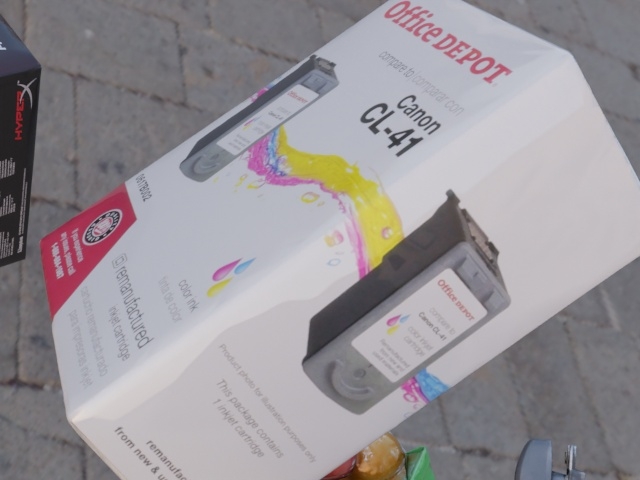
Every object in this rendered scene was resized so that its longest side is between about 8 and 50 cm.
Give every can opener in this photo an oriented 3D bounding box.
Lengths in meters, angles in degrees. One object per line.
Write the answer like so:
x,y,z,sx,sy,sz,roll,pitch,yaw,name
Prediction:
0.271,0.381,1.326,0.095,0.076,0.284,5,75,14,can opener

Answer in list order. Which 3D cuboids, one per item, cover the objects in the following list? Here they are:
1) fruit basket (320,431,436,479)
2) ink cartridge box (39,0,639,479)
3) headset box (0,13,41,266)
0.022,0.338,1.628,0.353,0.165,0.327,49,30,-6,fruit basket
0.000,0.000,0.651,0.131,0.306,0.226,53,0,-28,ink cartridge box
-0.367,-0.046,0.820,0.293,0.218,0.110,-22,58,-33,headset box
